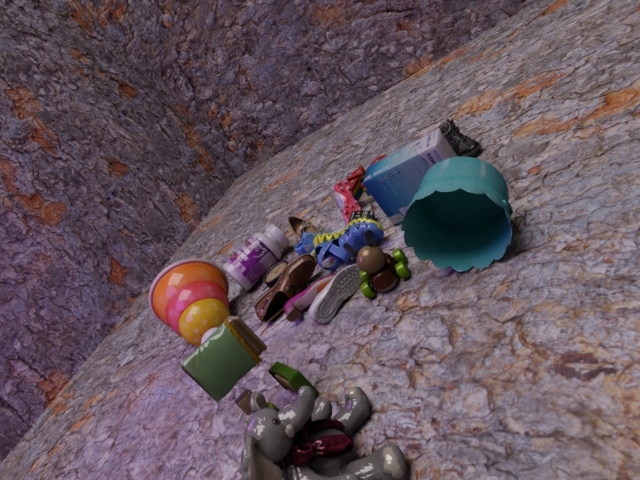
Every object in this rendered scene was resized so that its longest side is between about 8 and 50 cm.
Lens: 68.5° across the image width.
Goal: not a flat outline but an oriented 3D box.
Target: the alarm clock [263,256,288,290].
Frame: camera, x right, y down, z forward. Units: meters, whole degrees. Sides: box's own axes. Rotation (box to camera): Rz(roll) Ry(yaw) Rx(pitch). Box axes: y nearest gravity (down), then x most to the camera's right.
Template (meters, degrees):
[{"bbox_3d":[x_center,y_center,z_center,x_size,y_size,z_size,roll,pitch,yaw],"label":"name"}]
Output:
[{"bbox_3d":[-0.168,0.135,1.976,0.129,0.064,0.192,-26,28,32],"label":"alarm clock"}]

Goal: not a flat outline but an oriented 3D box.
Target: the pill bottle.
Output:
[{"bbox_3d":[-0.287,0.070,2.148,0.301,0.169,0.169,-46,23,-12],"label":"pill bottle"}]

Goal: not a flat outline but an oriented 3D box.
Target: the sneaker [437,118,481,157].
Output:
[{"bbox_3d":[0.509,-0.382,1.770,0.087,0.130,0.227,-40,24,6],"label":"sneaker"}]

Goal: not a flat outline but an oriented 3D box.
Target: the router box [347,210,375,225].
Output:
[{"bbox_3d":[0.157,-0.067,1.813,0.092,0.038,0.122,2,38,14],"label":"router box"}]

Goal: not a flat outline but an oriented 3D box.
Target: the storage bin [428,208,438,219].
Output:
[{"bbox_3d":[0.365,-0.103,1.484,0.084,0.122,0.180,-17,32,45],"label":"storage bin"}]

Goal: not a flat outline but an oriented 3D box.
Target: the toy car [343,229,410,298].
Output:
[{"bbox_3d":[0.157,0.054,1.436,0.155,0.188,0.149,-33,24,18],"label":"toy car"}]

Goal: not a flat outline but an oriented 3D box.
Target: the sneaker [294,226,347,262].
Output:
[{"bbox_3d":[0.000,0.000,1.873,0.240,0.126,0.091,-39,22,5],"label":"sneaker"}]

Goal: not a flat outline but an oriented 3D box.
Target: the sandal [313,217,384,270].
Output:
[{"bbox_3d":[0.098,0.023,1.708,0.317,0.126,0.138,-27,40,40],"label":"sandal"}]

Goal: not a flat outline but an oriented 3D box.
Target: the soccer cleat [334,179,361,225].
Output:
[{"bbox_3d":[0.111,-0.142,1.964,0.083,0.095,0.248,-9,59,-14],"label":"soccer cleat"}]

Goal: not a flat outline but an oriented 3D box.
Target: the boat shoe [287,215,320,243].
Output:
[{"bbox_3d":[-0.087,-0.049,2.152,0.104,0.089,0.285,-44,23,-9],"label":"boat shoe"}]

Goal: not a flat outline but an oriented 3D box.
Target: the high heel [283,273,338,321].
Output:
[{"bbox_3d":[-0.028,0.187,1.653,0.244,0.082,0.117,-44,16,7],"label":"high heel"}]

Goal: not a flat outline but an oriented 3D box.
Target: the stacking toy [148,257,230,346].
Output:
[{"bbox_3d":[-0.488,0.318,1.919,0.350,0.350,0.480,-42,38,-4],"label":"stacking toy"}]

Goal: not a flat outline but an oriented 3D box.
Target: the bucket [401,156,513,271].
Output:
[{"bbox_3d":[0.367,-0.073,1.244,0.281,0.281,0.183,-22,28,39],"label":"bucket"}]

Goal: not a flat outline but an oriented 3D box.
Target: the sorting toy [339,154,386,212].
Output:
[{"bbox_3d":[0.206,-0.267,2.092,0.257,0.089,0.255,-19,31,43],"label":"sorting toy"}]

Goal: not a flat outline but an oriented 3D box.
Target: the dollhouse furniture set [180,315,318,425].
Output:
[{"bbox_3d":[-0.189,0.370,1.251,0.197,0.301,0.151,-47,20,-21],"label":"dollhouse furniture set"}]

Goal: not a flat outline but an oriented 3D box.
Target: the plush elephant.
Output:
[{"bbox_3d":[-0.042,0.417,0.988,0.330,0.255,0.272,-39,22,5],"label":"plush elephant"}]

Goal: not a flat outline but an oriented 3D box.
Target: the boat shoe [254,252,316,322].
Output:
[{"bbox_3d":[-0.119,0.187,1.764,0.307,0.110,0.104,-50,25,4],"label":"boat shoe"}]

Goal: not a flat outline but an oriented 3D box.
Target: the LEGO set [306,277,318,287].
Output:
[{"bbox_3d":[-0.019,0.171,1.734,0.054,0.023,0.083,-45,36,-6],"label":"LEGO set"}]

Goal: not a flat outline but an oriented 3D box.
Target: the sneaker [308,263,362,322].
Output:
[{"bbox_3d":[0.046,0.166,1.554,0.235,0.090,0.095,-45,13,-14],"label":"sneaker"}]

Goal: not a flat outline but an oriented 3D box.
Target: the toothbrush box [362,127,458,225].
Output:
[{"bbox_3d":[0.330,-0.211,1.620,0.295,0.216,0.126,-26,27,35],"label":"toothbrush box"}]
